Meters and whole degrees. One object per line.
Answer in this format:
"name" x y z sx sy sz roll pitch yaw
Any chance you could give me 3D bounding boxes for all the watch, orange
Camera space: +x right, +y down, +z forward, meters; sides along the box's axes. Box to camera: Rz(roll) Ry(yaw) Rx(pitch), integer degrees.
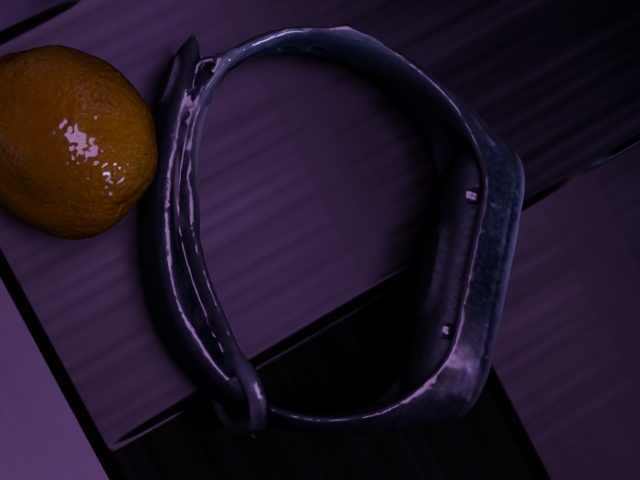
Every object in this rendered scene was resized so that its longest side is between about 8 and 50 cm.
"watch" 0.000 0.000 0.956 0.193 0.068 0.206 17 76 -15
"orange" -0.121 -0.048 0.905 0.085 0.085 0.095 -38 77 -19
